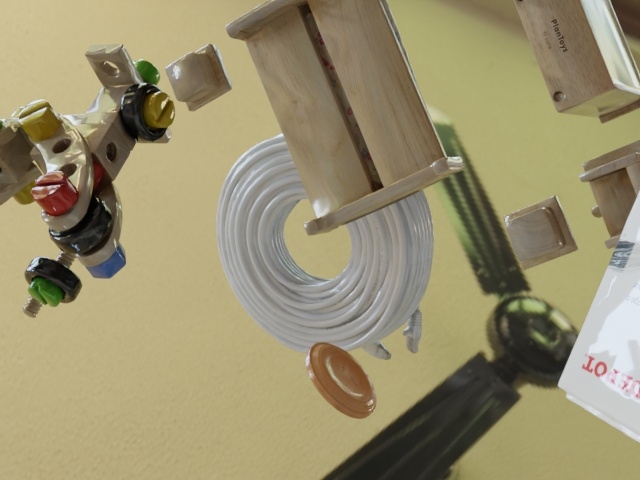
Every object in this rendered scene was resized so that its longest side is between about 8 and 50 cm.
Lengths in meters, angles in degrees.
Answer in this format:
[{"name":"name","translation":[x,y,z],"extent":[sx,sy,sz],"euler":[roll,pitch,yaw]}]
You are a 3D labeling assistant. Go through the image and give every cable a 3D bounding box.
[{"name":"cable","translation":[0.000,0.000,1.156],"extent":[0.257,0.257,0.089],"euler":[17,-160,24]}]

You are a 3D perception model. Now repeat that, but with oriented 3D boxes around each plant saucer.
[{"name":"plant saucer","translation":[0.021,0.128,0.973],"extent":[0.083,0.013,0.083],"euler":[35,-153,-21]}]

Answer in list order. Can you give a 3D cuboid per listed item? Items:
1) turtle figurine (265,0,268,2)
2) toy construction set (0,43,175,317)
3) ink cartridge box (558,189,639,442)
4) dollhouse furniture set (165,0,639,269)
[{"name":"turtle figurine","translation":[-0.070,-0.295,1.026],"extent":[0.087,0.270,0.217],"euler":[-27,-156,-26]},{"name":"toy construction set","translation":[-0.290,-0.114,1.023],"extent":[0.309,0.257,0.237],"euler":[41,-122,-26]},{"name":"ink cartridge box","translation":[0.268,0.022,0.634],"extent":[0.100,0.237,0.172],"euler":[21,-177,-22]},{"name":"dollhouse furniture set","translation":[0.092,-0.087,0.910],"extent":[0.174,0.355,0.303],"euler":[-10,-102,-63]}]
